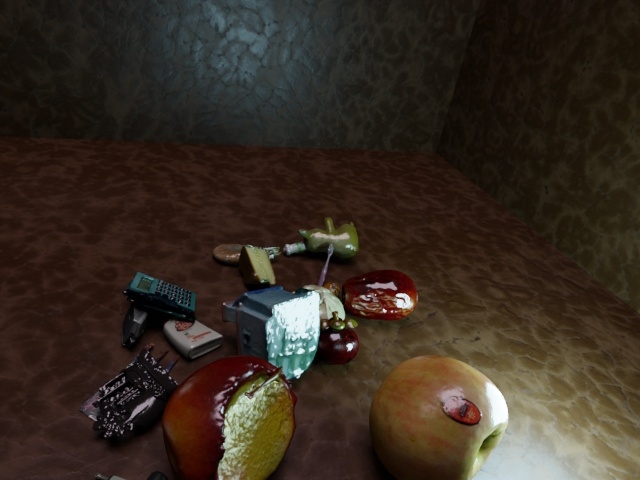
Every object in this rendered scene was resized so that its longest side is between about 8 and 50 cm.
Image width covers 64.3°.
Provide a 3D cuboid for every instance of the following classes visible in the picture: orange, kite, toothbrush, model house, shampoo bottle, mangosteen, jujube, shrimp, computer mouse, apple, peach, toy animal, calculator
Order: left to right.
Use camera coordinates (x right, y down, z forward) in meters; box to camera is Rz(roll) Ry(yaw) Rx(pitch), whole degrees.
[{"bbox_3d":[-0.603,0.465,1.666,0.204,0.022,0.360,17,32,6],"label":"kite"},{"bbox_3d":[-0.664,0.295,1.848,0.071,0.126,0.231,20,19,-27],"label":"computer mouse"},{"bbox_3d":[-0.595,0.207,1.929,0.274,0.058,0.248,23,6,-16],"label":"calculator"},{"bbox_3d":[-0.510,0.322,1.887,0.284,0.071,0.153,33,35,30],"label":"shampoo bottle"},{"bbox_3d":[-0.267,0.503,1.409,0.309,0.335,0.406,-3,26,32],"label":"peach"},{"bbox_3d":[-0.345,0.054,2.397,0.317,0.077,0.168,-1,29,-14],"label":"shrimp"},{"bbox_3d":[-0.201,0.313,1.833,0.329,0.295,0.251,8,15,41],"label":"model house"},{"bbox_3d":[0.007,-0.009,2.512,0.362,0.181,0.180,9,32,-4],"label":"toy animal"},{"bbox_3d":[0.014,0.146,2.301,0.024,0.029,0.354,5,46,13],"label":"toothbrush"},{"bbox_3d":[0.047,0.218,2.256,0.086,0.062,0.086,7,28,-4],"label":"orange"},{"bbox_3d":[0.056,0.361,1.886,0.199,0.200,0.200,8,30,-5],"label":"mangosteen"},{"bbox_3d":[0.252,0.233,2.173,0.317,0.223,0.223,-2,32,-7],"label":"jujube"},{"bbox_3d":[0.336,0.535,1.509,0.346,0.392,0.391,25,32,38],"label":"apple"}]

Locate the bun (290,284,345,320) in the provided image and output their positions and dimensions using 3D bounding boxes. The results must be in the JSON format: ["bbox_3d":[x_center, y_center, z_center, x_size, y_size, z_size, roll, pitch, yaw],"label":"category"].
[{"bbox_3d":[-0.019,0.271,2.051,0.259,0.160,0.259,10,29,-5],"label":"bun"}]

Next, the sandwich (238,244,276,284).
[{"bbox_3d":[-0.274,0.138,2.225,0.122,0.128,0.236,1,39,-23],"label":"sandwich"}]

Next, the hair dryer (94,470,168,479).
[{"bbox_3d":[-0.515,0.650,1.359,0.197,0.057,0.100,12,28,13],"label":"hair dryer"}]

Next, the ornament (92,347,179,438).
[{"bbox_3d":[-0.583,0.482,1.560,0.260,0.106,0.251,-30,45,-33],"label":"ornament"}]
